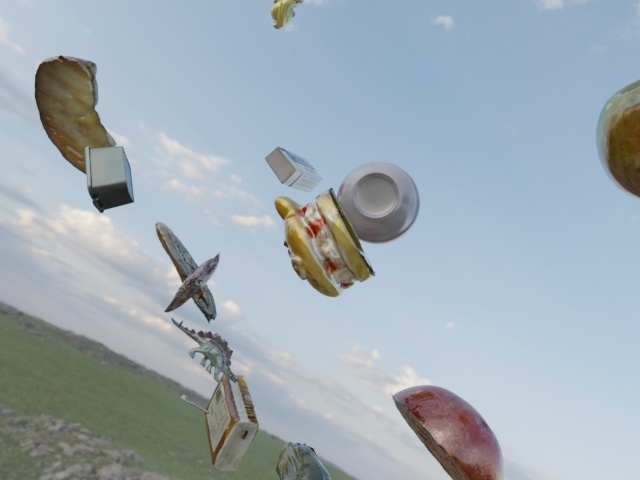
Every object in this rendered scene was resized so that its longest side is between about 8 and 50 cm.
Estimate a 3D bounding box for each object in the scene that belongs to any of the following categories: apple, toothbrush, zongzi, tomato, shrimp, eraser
[{"bbox_3d":[0.872,-0.266,1.342,0.339,0.340,0.339,24,-20,9],"label":"apple"},{"bbox_3d":[-0.232,0.302,0.988,0.097,0.008,0.006,8,-36,46],"label":"toothbrush"},{"bbox_3d":[-0.094,0.700,1.564,0.274,0.125,0.251,18,18,-42],"label":"zongzi"},{"bbox_3d":[0.330,0.475,1.305,0.338,0.143,0.338,53,-8,11],"label":"tomato"},{"bbox_3d":[-0.371,0.080,1.465,0.317,0.062,0.164,58,-5,10],"label":"shrimp"},{"bbox_3d":[-0.099,-0.267,2.045,0.130,0.086,0.287,53,15,14],"label":"eraser"}]

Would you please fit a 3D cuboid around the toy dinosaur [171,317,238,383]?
[{"bbox_3d":[-0.259,0.244,1.221,0.209,0.082,0.039,41,-19,4],"label":"toy dinosaur"}]

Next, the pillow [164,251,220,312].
[{"bbox_3d":[-0.306,0.107,1.292,0.043,0.118,0.185,42,-45,-2],"label":"pillow"}]

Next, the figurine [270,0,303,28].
[{"bbox_3d":[-0.082,-0.672,1.471,0.083,0.187,0.083,31,23,-15],"label":"figurine"}]

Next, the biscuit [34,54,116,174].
[{"bbox_3d":[-0.584,-0.288,1.286,0.045,0.154,0.299,-121,-159,-66],"label":"biscuit"}]

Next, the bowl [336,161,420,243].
[{"bbox_3d":[0.189,-0.136,1.787,0.287,0.287,0.144,23,-4,11],"label":"bowl"}]

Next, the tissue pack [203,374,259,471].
[{"bbox_3d":[-0.267,0.527,1.566,0.092,0.183,0.226,17,16,-28],"label":"tissue pack"}]

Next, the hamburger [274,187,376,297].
[{"bbox_3d":[0.000,0.000,1.390,0.261,0.186,0.303,-20,85,-85],"label":"hamburger"}]

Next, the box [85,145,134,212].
[{"bbox_3d":[-0.398,-0.120,1.016,0.069,0.122,0.084,-12,-29,-9],"label":"box"}]
